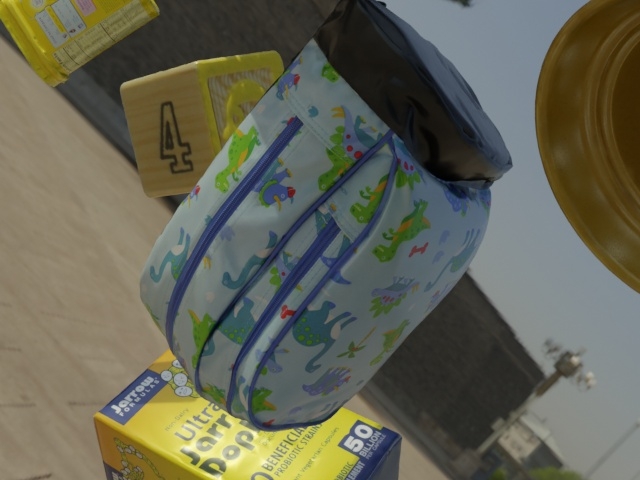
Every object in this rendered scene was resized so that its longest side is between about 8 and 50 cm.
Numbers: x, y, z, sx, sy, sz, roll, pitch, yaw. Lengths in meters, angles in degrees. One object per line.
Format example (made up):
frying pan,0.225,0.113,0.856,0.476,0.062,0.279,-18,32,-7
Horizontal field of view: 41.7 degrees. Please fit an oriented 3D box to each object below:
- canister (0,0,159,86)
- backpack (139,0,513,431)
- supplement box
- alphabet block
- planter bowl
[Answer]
canister,-0.307,-0.294,1.069,0.126,0.169,0.073,58,2,-3
backpack,0.000,0.000,0.762,0.273,0.355,0.290,62,18,18
supplement box,-0.096,0.310,1.123,0.356,0.194,0.195,20,-50,26
alphabet block,-0.174,-0.185,1.349,0.197,0.192,0.194,-4,-76,41
planter bowl,0.241,-0.062,0.506,0.217,0.090,0.217,42,-32,34
